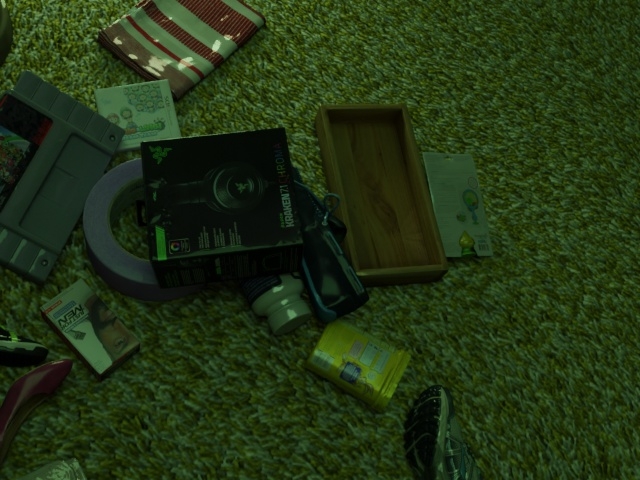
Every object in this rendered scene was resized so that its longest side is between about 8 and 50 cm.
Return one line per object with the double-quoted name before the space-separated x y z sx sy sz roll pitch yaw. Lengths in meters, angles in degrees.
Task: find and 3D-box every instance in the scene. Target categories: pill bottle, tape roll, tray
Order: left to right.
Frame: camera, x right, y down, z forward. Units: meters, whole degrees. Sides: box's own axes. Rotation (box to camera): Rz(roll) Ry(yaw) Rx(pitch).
"tape roll" -0.314 -0.024 1.462 0.275 0.090 0.274 5 62 -10
"pill bottle" -0.095 0.082 1.449 0.112 0.112 0.186 -22 71 -22
"tray" 0.123 -0.104 1.618 0.203 0.076 0.410 -3 66 -16

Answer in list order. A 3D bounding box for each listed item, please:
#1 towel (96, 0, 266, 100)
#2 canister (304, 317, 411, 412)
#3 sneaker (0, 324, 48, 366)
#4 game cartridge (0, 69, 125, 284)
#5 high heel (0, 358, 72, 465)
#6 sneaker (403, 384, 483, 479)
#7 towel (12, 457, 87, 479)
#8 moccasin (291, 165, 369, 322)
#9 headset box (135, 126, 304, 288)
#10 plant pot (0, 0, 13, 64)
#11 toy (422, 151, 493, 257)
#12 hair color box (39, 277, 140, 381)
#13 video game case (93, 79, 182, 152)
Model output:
"towel" -0.310 -0.483 1.725 0.237 0.037 0.329 38 61 6
"canister" 0.070 0.230 1.437 0.170 0.073 0.126 30 61 4
"sneaker" -0.587 0.152 1.310 0.235 0.084 0.097 12 61 -8
"game cartridge" -0.542 -0.124 1.416 0.230 0.068 0.355 34 62 -28
"high heel" -0.495 0.305 1.251 0.244 0.082 0.117 -37 70 -23
"sneaker" 0.232 0.409 1.385 0.122 0.110 0.282 15 62 -26
"towel" -0.479 0.484 1.189 0.282 0.049 0.187 -28 73 -24
"moccasin" 0.000 0.000 1.493 0.117 0.137 0.341 -17 68 -8
"headset box" -0.188 -0.060 1.369 0.283 0.131 0.246 -6 66 -7
"plant pot" -0.791 -0.501 1.480 0.323 0.280 0.323 6 62 -11
"toy" 0.289 -0.072 1.648 0.137 0.056 0.237 -1 70 -29
"hair color box" -0.415 0.161 1.365 0.167 0.053 0.093 45 62 9
"video game case" -0.383 -0.261 1.586 0.157 0.019 0.143 -12 78 -14
